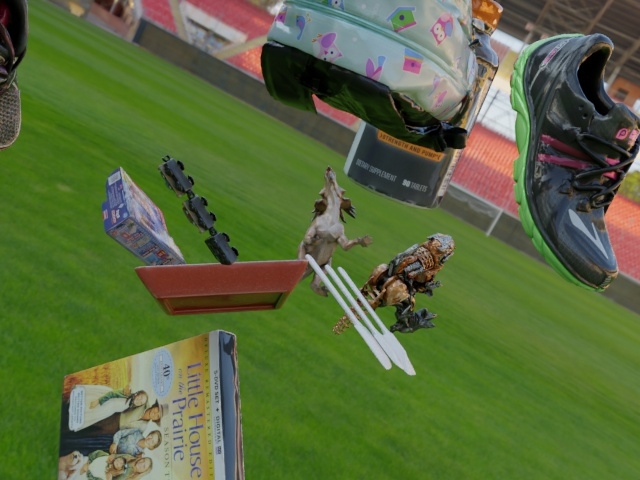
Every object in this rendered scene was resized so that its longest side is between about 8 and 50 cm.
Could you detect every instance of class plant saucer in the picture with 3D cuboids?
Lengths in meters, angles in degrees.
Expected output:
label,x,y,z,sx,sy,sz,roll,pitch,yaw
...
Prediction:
label,x,y,z,sx,sy,sz,roll,pitch,yaw
plant saucer,-0.161,0.085,1.028,0.259,0.047,0.258,-1,-14,-9

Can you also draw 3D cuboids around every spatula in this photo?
label,x,y,z,sx,sy,sz,roll,pitch,yaw
spatula,0.068,0.126,1.045,0.242,0.019,0.168,53,15,27

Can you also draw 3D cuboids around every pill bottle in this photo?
label,x,y,z,sx,sy,sz,roll,pitch,yaw
pill bottle,0.127,-0.171,0.735,0.131,0.245,0.130,19,16,-6

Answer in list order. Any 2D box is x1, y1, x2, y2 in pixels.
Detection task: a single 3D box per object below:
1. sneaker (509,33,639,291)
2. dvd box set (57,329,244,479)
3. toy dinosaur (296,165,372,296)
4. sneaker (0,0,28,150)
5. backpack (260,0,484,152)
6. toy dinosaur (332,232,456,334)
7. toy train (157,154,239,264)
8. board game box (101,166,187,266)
label,x,y,z,sx,sy,sz,roll,pitch,yaw
sneaker,0.468,-0.147,1.104,0.185,0.482,0.202,-2,-6,-43
dvd box set,-0.338,0.369,1.186,0.062,0.421,0.307,32,45,-54
toy dinosaur,0.000,0.000,1.406,0.127,0.295,0.200,27,19,-20
sneaker,-0.328,-0.173,0.572,0.112,0.120,0.299,29,-30,0
backpack,0.035,-0.135,0.414,0.152,0.115,0.182,19,8,15
toy dinosaur,0.167,0.104,1.418,0.218,0.322,0.164,67,7,-54
toy train,-0.155,-0.036,0.778,0.036,0.027,0.158,-16,-72,55
board game box,-0.355,-0.023,1.240,0.194,0.060,0.194,56,2,-40
